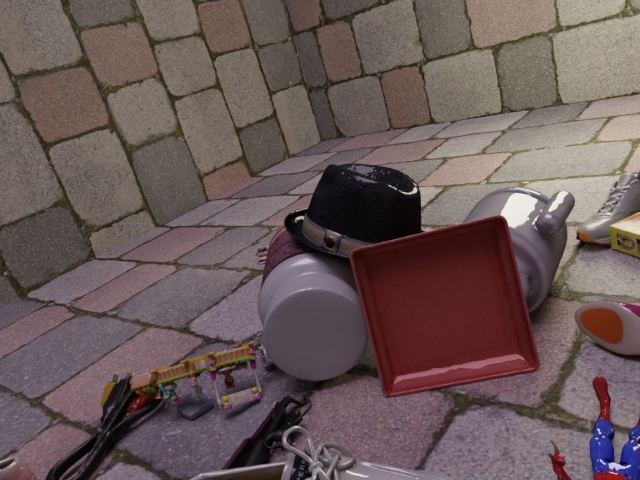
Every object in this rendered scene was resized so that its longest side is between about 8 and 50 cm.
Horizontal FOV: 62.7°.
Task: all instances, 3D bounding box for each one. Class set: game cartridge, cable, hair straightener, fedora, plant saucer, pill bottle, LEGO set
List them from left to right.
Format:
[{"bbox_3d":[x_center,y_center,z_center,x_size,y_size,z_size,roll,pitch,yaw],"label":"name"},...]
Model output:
[{"bbox_3d":[-0.394,0.363,1.006,0.139,0.072,0.287,3,35,7],"label":"cable"},{"bbox_3d":[-0.249,0.318,1.021,0.056,0.017,0.083,-24,21,-29],"label":"game cartridge"},{"bbox_3d":[-0.215,0.273,0.996,0.287,0.107,0.132,-15,-11,-9],"label":"LEGO set"},{"bbox_3d":[-0.070,0.323,0.837,0.089,0.047,0.230,-5,19,31],"label":"hair straightener"},{"bbox_3d":[-0.013,0.102,1.098,0.224,0.224,0.392,-16,19,4],"label":"pill bottle"},{"bbox_3d":[0.092,-0.069,1.049,0.334,0.152,0.334,7,19,-2],"label":"fedora"},{"bbox_3d":[0.203,0.110,0.877,0.258,0.259,0.048,-14,2,10],"label":"plant saucer"}]

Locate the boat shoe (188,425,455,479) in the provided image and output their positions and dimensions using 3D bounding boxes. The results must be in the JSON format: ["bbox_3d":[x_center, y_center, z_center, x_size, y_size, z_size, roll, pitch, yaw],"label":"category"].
[{"bbox_3d":[-0.010,0.307,0.644,0.367,0.156,0.136,-11,21,17],"label":"boat shoe"}]

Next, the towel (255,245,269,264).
[{"bbox_3d":[0.000,0.000,1.441,0.317,0.053,0.332,-16,-2,4],"label":"towel"}]

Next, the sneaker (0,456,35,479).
[{"bbox_3d":[-0.573,0.431,0.907,0.051,0.070,0.134,5,30,42],"label":"sneaker"}]

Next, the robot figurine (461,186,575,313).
[{"bbox_3d":[0.369,0.017,1.039,0.300,0.200,0.353,-43,-2,42],"label":"robot figurine"}]

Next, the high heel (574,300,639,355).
[{"bbox_3d":[0.528,0.135,0.810,0.117,0.082,0.244,-2,0,-29],"label":"high heel"}]

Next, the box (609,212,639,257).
[{"bbox_3d":[0.684,0.008,1.014,0.087,0.058,0.232,-21,20,-10],"label":"box"}]

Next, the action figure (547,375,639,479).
[{"bbox_3d":[0.333,0.234,0.601,0.091,0.139,0.280,-4,26,35],"label":"action figure"}]

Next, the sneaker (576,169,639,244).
[{"bbox_3d":[0.666,-0.082,1.178,0.262,0.121,0.099,-26,21,-22],"label":"sneaker"}]
